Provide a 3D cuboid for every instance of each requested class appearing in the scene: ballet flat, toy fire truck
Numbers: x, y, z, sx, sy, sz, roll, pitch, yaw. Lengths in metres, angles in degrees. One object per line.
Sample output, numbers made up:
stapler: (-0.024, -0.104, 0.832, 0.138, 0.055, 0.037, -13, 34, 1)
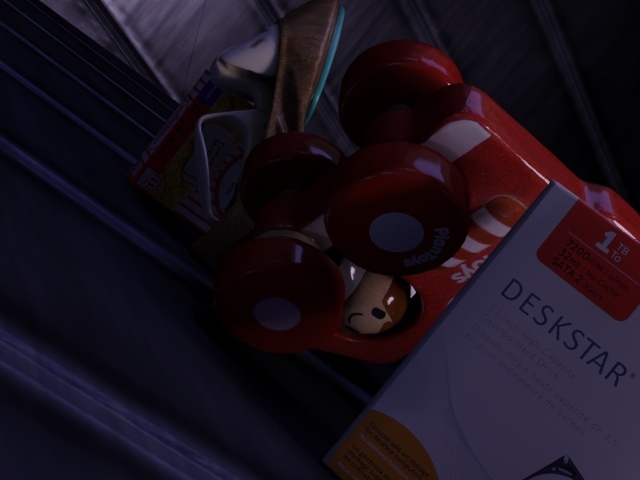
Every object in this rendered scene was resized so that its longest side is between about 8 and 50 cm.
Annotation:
ballet flat: (-0.062, -0.120, 0.980, 0.124, 0.342, 0.116, 16, -19, -13)
toy fire truck: (0.070, 0.011, 0.780, 0.254, 0.302, 0.169, 36, 37, -24)

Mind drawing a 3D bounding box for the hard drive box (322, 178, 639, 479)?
hard drive box: (0.147, 0.110, 0.614, 0.181, 0.232, 0.089, 39, 4, 19)

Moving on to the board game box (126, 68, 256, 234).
board game box: (-0.093, -0.072, 1.074, 0.193, 0.147, 0.045, 36, 4, -24)

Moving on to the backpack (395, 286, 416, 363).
backpack: (0.072, 0.018, 0.979, 0.144, 0.188, 0.166, 13, 5, -35)
